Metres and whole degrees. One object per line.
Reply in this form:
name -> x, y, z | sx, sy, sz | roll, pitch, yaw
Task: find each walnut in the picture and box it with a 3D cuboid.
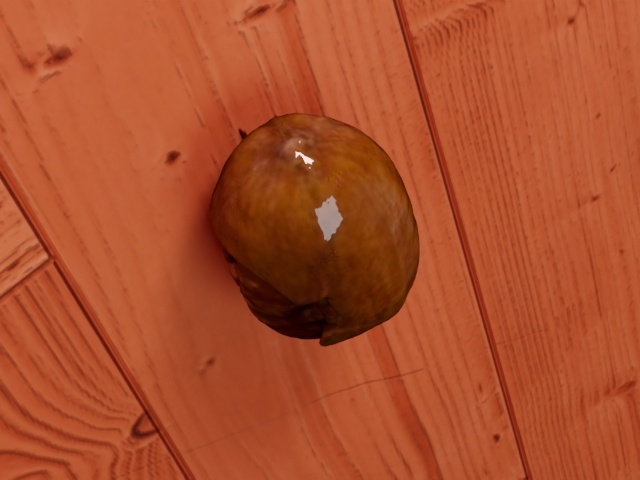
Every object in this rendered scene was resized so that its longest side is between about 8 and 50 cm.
walnut -> 0.000, 0.000, 1.009 | 0.116, 0.116, 0.207 | -43, 152, -8
